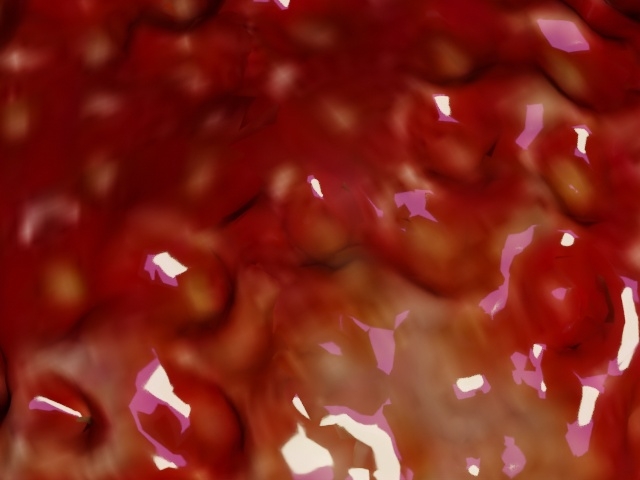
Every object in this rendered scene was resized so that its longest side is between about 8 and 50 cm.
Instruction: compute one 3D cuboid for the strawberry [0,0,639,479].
[{"bbox_3d":[0.006,0.010,0.520,0.292,0.292,0.310,-32,115,-10],"label":"strawberry"}]
